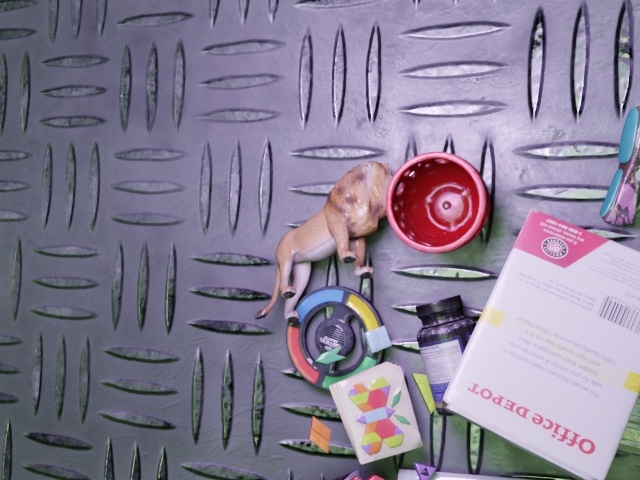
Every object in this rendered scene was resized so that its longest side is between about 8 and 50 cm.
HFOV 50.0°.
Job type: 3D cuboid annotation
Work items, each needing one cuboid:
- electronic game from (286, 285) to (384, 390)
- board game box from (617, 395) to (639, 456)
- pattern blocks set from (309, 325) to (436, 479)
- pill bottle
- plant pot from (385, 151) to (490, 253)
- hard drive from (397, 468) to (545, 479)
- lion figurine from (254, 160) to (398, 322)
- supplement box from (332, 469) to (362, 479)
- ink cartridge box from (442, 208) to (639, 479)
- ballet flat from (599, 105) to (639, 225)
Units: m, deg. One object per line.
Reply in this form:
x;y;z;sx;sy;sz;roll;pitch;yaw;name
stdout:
0.030;0.213;1.492;0.229;0.048;0.229;0;89;22;electronic game
0.583;0.306;1.267;0.141;0.048;0.170;11;92;20;board game box
0.115;0.353;1.393;0.285;0.026;0.325;-29;82;-11;pattern blocks set
0.261;0.224;1.358;0.122;0.123;0.219;-17;82;21;pill bottle
0.240;-0.069;1.346;0.191;0.174;0.191;-1;88;22;plant pot
0.298;0.565;1.343;0.307;0.040;0.203;-3;64;22;hard drive
0.000;0.000;1.458;0.392;0.142;0.240;-28;49;25;lion figurine
-0.006;0.588;1.433;0.239;0.073;0.130;-27;79;18;supplement box
0.415;0.184;1.207;0.279;0.160;0.385;25;78;16;ink cartridge box
0.584;-0.133;1.271;0.079;0.077;0.222;13;99;3;ballet flat
